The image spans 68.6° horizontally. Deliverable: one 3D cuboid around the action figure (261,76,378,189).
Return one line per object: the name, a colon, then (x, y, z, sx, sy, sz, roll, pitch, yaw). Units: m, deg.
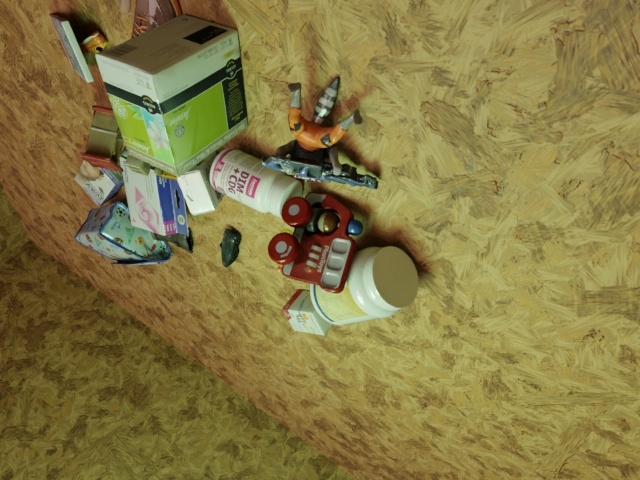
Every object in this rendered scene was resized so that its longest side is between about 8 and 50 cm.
action figure: (0.022, -0.271, 1.322, 0.342, 0.178, 0.330, 15, 151, -8)

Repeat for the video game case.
video game case: (-0.901, -0.699, 1.692, 0.285, 0.025, 0.203, 38, 147, 45)

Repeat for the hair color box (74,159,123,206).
hair color box: (-1.052, -0.307, 2.254, 0.185, 0.110, 0.339, 52, 141, -12)

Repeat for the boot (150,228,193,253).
boot: (-0.708, -0.066, 2.219, 0.229, 0.091, 0.262, 15, 137, 22)

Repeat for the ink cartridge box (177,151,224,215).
ink cartridge box: (-0.409, -0.204, 1.654, 0.093, 0.212, 0.154, -11, 116, 12)

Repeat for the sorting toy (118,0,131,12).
sorting toy: (-0.579, -0.791, 1.325, 0.208, 0.038, 0.193, 65, 147, 16)

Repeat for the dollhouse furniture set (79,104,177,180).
dollhouse furniture set: (-0.668, -0.346, 1.747, 0.375, 0.201, 0.152, 12, 173, -6)

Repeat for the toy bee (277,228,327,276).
toy bee: (-0.074, 0.063, 1.695, 0.195, 0.162, 0.298, 31, 142, 12)

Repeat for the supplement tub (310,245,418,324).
supplement tub: (0.138, 0.149, 1.530, 0.228, 0.228, 0.316, 51, 142, -12)

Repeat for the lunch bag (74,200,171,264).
lunch bag: (-1.000, 0.006, 2.418, 0.328, 0.238, 0.385, -3, 147, 42)

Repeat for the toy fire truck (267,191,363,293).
toy fire truck: (0.000, 0.000, 1.475, 0.254, 0.301, 0.169, 12, 165, 26)

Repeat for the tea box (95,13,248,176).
tea box: (-0.405, -0.422, 1.361, 0.220, 0.329, 0.323, 24, 140, 22)

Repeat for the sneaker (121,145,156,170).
sneaker: (-0.632, -0.334, 1.845, 0.290, 0.123, 0.106, 22, 169, 2)

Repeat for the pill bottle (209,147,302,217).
pill bottle: (-0.213, -0.189, 1.564, 0.283, 0.160, 0.160, 25, 141, 20)

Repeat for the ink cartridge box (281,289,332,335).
ink cartridge box: (-0.037, 0.292, 1.920, 0.176, 0.127, 0.128, -2, 125, 42)

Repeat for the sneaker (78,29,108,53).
sneaker: (-0.828, -0.698, 1.693, 0.175, 0.064, 0.067, 5, 144, 44)

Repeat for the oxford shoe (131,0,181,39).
oxford shoe: (-0.500, -0.630, 1.400, 0.130, 0.132, 0.363, 25, 140, 23)

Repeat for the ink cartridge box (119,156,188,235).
ink cartridge box: (-0.718, -0.191, 2.018, 0.330, 0.071, 0.323, 13, 116, 34)

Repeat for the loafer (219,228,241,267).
loafer: (-0.397, 0.032, 2.034, 0.078, 0.076, 0.223, 38, 139, 14)
